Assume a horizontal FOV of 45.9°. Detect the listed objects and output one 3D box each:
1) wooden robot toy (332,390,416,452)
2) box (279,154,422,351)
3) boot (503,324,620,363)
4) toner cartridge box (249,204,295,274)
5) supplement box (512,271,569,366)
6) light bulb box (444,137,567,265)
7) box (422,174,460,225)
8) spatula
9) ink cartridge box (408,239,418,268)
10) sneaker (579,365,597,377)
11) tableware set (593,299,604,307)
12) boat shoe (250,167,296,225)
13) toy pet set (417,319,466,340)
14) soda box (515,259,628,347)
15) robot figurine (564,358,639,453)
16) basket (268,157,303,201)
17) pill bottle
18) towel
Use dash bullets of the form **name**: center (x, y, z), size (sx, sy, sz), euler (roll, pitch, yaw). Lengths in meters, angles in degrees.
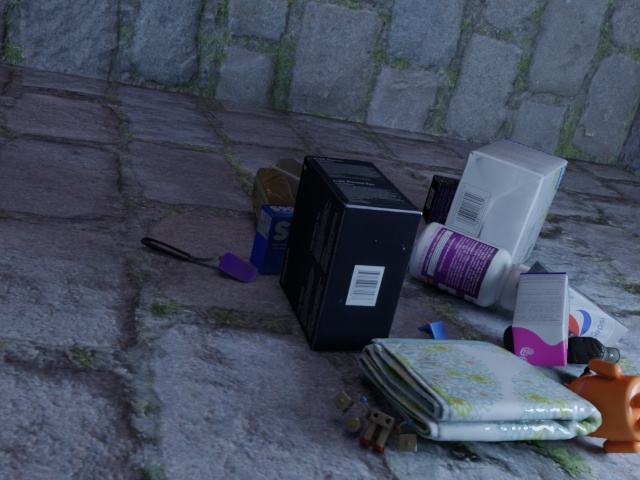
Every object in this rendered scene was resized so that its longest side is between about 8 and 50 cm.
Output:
- **wooden robot toy**: center (0.101, 0.337, 1.364), size (0.173, 0.076, 0.079), euler (23, -12, 21)
- **box**: center (0.053, 0.023, 1.697), size (0.178, 0.343, 0.312), euler (4, 24, -20)
- **boot**: center (0.574, 0.263, 1.808), size (0.246, 0.084, 0.161), euler (6, -10, 34)
- **toner cartridge box**: center (0.000, 0.000, 1.969), size (0.347, 0.165, 0.075), euler (0, 26, -30)
- **supplement box**: center (0.499, 0.174, 1.702), size (0.113, 0.111, 0.220), euler (-2, 27, 20)
- **light bulb box**: center (0.550, -0.097, 2.291), size (0.225, 0.358, 0.361), euler (25, 23, 21)
- **box**: center (0.471, -0.122, 2.584), size (0.207, 0.153, 0.108), euler (10, 22, -8)
- **spatula**: center (-0.300, 0.042, 1.857), size (0.296, 0.030, 0.084), euler (15, 29, 2)
- **ink cartridge box**: center (0.247, 0.031, 2.185), size (0.209, 0.062, 0.109), euler (-2, 26, -37)
- **sneaker**: center (0.623, 0.331, 1.674), size (0.071, 0.068, 0.170), euler (22, 21, 4)
- **tableware set**: center (0.762, 0.201, 2.145), size (0.141, 0.020, 0.169), euler (8, 22, -14)
- **boat shoe**: center (-0.123, -0.068, 2.143), size (0.121, 0.110, 0.341), euler (12, 35, -24)
- **toy pet set**: center (0.276, 0.209, 1.757), size (0.114, 0.065, 0.122), euler (-5, 28, -41)
- **soda box**: center (0.632, 0.171, 1.903), size (0.286, 0.091, 0.098), euler (32, 15, -22)
- **robot figurine**: center (0.573, 0.324, 1.481), size (0.219, 0.158, 0.128), euler (-13, 35, 54)
- **basket**: center (-0.039, -0.137, 2.315), size (0.226, 0.154, 0.204), euler (30, 16, 27)
- **pill bottle**: center (0.405, 0.077, 2.026), size (0.301, 0.169, 0.169), euler (23, 23, 22)
- **towel**: center (0.296, 0.289, 1.475), size (0.374, 0.090, 0.320), euler (5, 15, -23)
